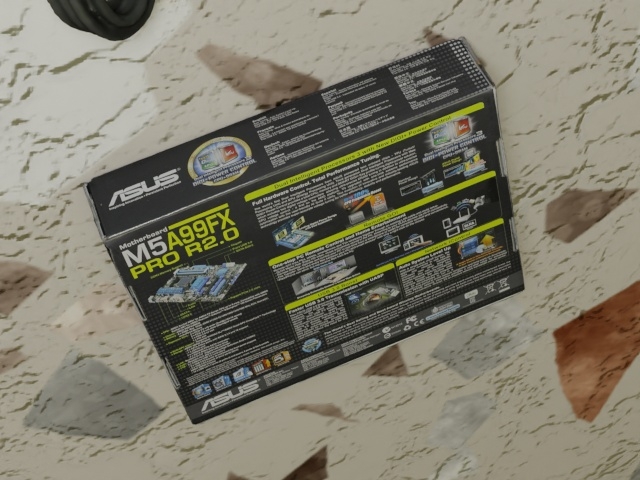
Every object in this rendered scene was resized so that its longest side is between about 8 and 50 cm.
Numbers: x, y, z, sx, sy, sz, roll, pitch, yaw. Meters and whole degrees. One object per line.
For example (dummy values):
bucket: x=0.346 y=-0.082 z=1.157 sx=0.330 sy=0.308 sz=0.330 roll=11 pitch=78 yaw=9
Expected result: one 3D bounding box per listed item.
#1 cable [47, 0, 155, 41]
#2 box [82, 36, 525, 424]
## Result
cable: x=-0.165 y=-0.177 z=0.692 sx=0.287 sy=0.072 sz=0.139 roll=-1 pitch=102 yaw=-71
box: x=0.000 y=0.000 z=0.991 sx=0.270 sy=0.060 sz=0.216 roll=-22 pitch=137 yaw=-4
